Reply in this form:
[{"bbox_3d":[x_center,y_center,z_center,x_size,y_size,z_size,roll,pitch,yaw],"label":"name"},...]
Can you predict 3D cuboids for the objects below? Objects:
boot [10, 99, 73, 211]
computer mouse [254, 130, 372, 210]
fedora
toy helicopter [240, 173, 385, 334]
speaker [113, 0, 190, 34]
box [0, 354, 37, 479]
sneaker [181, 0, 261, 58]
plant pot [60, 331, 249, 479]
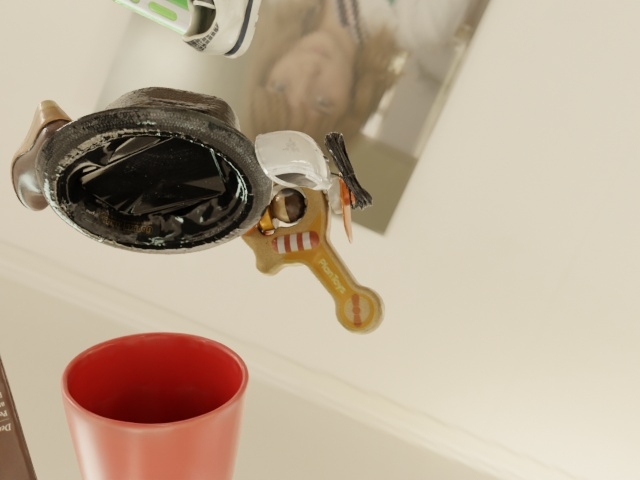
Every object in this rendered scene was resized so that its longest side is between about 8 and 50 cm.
[{"bbox_3d":[-0.457,-0.092,2.073,0.090,0.248,0.207,-7,-132,-29],"label":"boot"},{"bbox_3d":[-0.006,-0.094,1.458,0.193,0.042,0.106,7,-120,-56],"label":"computer mouse"},{"bbox_3d":[-0.228,-0.122,1.719,0.334,0.334,0.152,20,-132,-19],"label":"fedora"},{"bbox_3d":[0.000,0.000,2.065,0.355,0.235,0.140,53,-174,12],"label":"toy helicopter"},{"bbox_3d":[-0.267,-0.440,2.141,0.296,0.131,0.131,27,-166,5],"label":"speaker"},{"bbox_3d":[-0.440,0.113,1.376,0.143,0.381,0.191,-15,-173,-19],"label":"box"},{"bbox_3d":[-0.127,-0.369,1.657,0.090,0.235,0.095,13,-175,43],"label":"sneaker"},{"bbox_3d":[-0.237,0.300,1.761,0.275,0.243,0.275,2,-157,-1],"label":"plant pot"}]
